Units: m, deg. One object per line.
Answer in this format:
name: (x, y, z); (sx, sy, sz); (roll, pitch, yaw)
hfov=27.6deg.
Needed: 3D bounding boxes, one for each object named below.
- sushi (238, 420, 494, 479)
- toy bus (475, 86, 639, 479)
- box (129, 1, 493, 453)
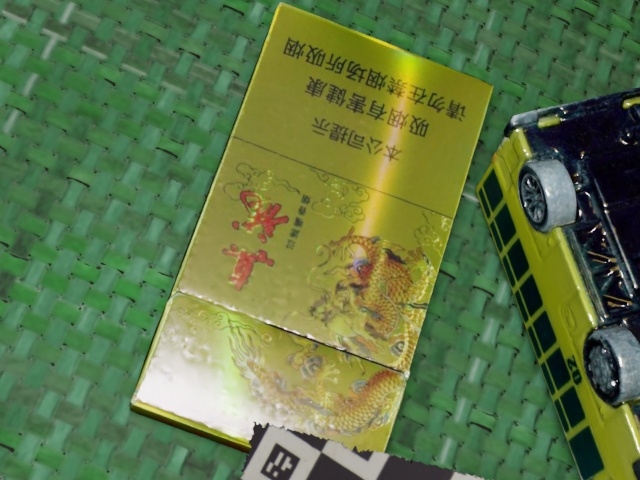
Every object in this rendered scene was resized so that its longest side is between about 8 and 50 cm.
sushi: (0.012, 0.267, 0.794); (0.193, 0.043, 0.279); (10, 79, 30)
toy bus: (0.210, 0.043, 0.886); (0.128, 0.150, 0.262); (-13, 72, -14)
box: (0.000, 0.000, 0.912); (0.173, 0.043, 0.311); (21, 72, -5)
